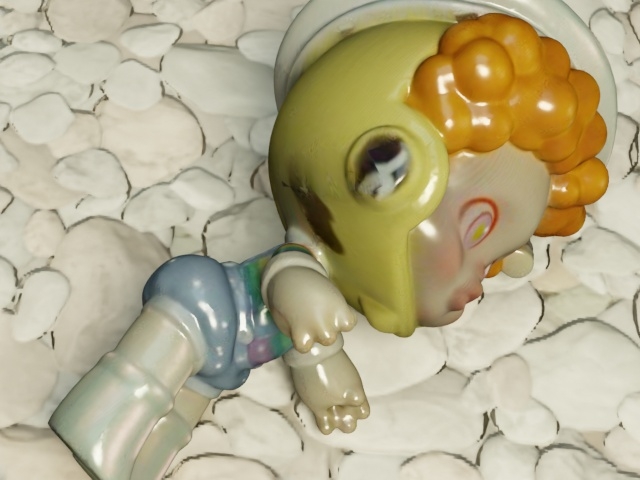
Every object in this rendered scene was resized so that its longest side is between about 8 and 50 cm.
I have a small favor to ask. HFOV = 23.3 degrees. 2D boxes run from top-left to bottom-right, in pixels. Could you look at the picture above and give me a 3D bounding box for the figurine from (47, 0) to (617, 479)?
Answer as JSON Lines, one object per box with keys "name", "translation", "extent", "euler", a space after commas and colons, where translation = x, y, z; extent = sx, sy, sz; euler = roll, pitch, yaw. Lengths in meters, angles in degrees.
{"name": "figurine", "translation": [-0.005, -0.015, 0.883], "extent": [0.382, 0.224, 0.205], "euler": [-36, 61, -28]}
